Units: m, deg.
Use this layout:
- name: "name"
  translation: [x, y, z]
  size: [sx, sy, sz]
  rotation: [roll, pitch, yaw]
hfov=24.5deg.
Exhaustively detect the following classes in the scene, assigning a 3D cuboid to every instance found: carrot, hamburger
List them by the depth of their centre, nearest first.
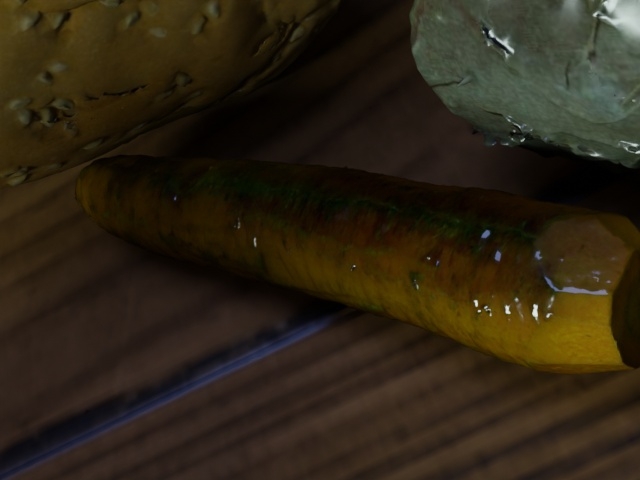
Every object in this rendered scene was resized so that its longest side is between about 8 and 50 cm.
- name: "carrot"
  translation: [0.000, 0.000, 0.631]
  size: [0.314, 0.066, 0.066]
  rotation: [11, 56, 40]
- name: "hamburger"
  translation: [-0.117, -0.141, 0.676]
  size: [0.283, 0.259, 0.144]
  rotation: [-24, 49, -11]

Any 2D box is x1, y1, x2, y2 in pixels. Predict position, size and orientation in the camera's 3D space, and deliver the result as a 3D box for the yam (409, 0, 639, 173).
- name: "yam"
  translation: [0.181, -0.120, 0.553]
  size: [0.271, 0.201, 0.202]
  rotation: [5, 51, 41]
